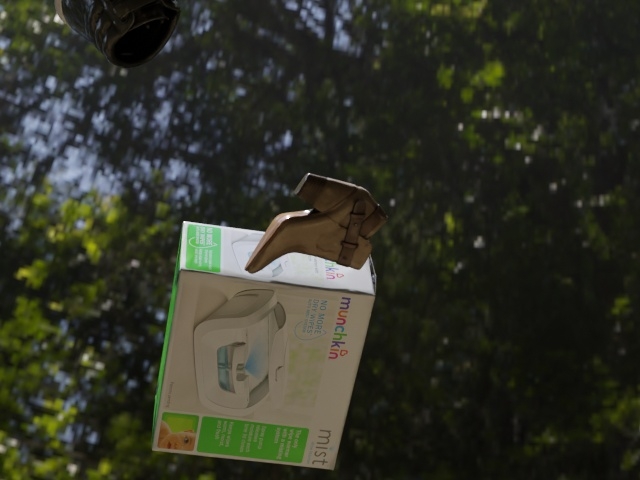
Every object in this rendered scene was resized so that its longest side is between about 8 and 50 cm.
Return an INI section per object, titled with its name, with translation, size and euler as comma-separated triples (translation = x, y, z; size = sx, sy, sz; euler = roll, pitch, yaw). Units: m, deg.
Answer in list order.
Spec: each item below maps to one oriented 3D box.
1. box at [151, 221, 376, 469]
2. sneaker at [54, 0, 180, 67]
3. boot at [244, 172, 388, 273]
[box]
translation = -0.072, 0.128, 1.746
size = 0.231, 0.126, 0.262
euler = 9, -61, -8
[sneaker]
translation = -0.201, -0.301, 1.451
size = 0.105, 0.147, 0.295
euler = -28, -34, -28
[boot]
translation = 0.000, 0.000, 1.271
size = 0.087, 0.042, 0.118
euler = 33, -75, -14
